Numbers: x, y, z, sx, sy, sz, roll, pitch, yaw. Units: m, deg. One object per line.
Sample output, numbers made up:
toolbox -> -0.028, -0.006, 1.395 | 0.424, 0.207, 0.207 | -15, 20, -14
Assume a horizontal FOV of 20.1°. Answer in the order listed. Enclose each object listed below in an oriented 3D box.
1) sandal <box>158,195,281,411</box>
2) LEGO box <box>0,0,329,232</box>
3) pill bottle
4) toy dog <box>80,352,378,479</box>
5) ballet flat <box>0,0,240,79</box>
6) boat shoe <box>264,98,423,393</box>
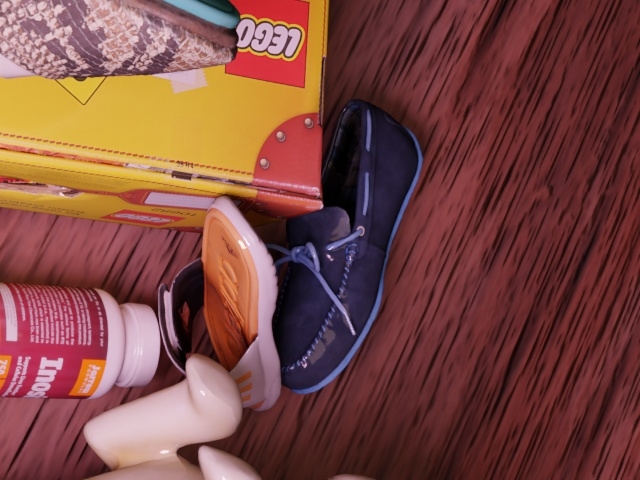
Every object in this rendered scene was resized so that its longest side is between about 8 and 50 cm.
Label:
sandal -> -0.085, 0.056, 1.353 | 0.076, 0.265, 0.102 | -28, 64, -16
LEGO box -> -0.245, -0.223, 1.309 | 0.500, 0.193, 0.373 | 9, 79, -28
pill bottle -> -0.202, 0.076, 1.356 | 0.152, 0.086, 0.086 | 4, 81, -29
toy dog -> -0.098, 0.283, 1.236 | 0.408, 0.284, 0.395 | -5, 103, -13
ballet flat -> -0.283, -0.208, 1.094 | 0.483, 0.164, 0.182 | 36, 100, -15
boat shoe -> 0.000, 0.000, 1.482 | 0.089, 0.109, 0.258 | 44, 49, -37
